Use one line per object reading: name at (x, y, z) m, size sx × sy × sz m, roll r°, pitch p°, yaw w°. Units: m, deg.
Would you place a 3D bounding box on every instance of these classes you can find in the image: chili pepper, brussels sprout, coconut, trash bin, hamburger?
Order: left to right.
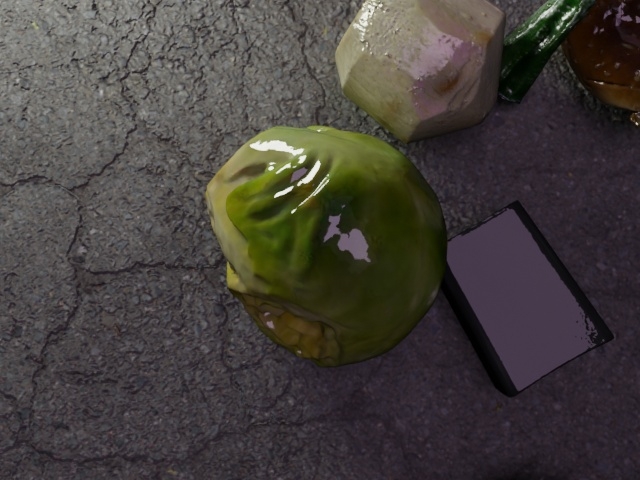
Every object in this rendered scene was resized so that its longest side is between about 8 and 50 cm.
brussels sprout at (0.000, 0.000, 0.879) m, size 0.344 × 0.268 × 0.343 m, roll -1°, pitch 86°, yaw 13°
coconut at (0.147, -0.246, 0.915) m, size 0.241 × 0.241 × 0.241 m, roll 0°, pitch 87°, yaw 1°
trash bin at (0.271, 0.079, 0.952) m, size 0.165 × 0.115 × 0.225 m, roll -31°, pitch 83°, yaw 1°
chili pepper at (0.314, -0.301, 0.928) m, size 0.088 × 0.059 × 0.227 m, roll 46°, pitch 129°, yaw 12°
hamburger at (0.463, -0.300, 0.937) m, size 0.243 × 0.146 × 0.285 m, roll 13°, pitch 100°, yaw 21°
